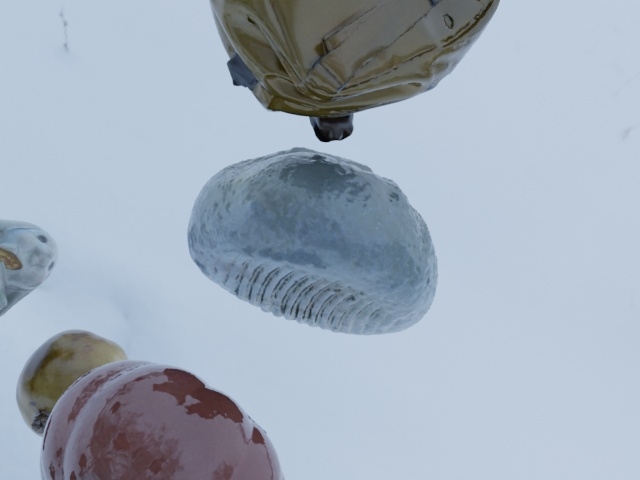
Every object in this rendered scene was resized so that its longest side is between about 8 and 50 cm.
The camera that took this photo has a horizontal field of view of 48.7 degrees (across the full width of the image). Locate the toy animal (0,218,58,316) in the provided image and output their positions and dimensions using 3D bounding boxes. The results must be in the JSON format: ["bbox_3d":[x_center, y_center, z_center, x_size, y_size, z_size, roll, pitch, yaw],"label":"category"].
[{"bbox_3d":[-0.770,0.069,1.671,0.289,0.249,0.174,12,0,-44],"label":"toy animal"}]

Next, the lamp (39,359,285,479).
[{"bbox_3d":[-0.186,0.283,0.792,0.305,0.305,0.239,37,53,1],"label":"lamp"}]

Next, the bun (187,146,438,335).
[{"bbox_3d":[0.000,0.000,1.001,0.362,0.362,0.211,25,64,-13],"label":"bun"}]

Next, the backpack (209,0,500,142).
[{"bbox_3d":[0.042,-0.316,0.870,0.378,0.201,0.353,-16,92,-19],"label":"backpack"}]

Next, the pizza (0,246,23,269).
[{"bbox_3d":[-0.638,0.035,1.431,0.083,0.037,0.016,40,3,-33],"label":"pizza"}]

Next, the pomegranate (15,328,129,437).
[{"bbox_3d":[-0.621,0.368,1.807,0.307,0.307,0.307,19,43,-19],"label":"pomegranate"}]
